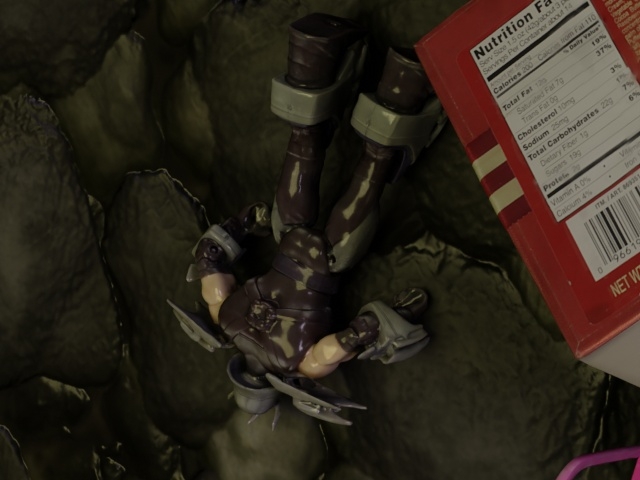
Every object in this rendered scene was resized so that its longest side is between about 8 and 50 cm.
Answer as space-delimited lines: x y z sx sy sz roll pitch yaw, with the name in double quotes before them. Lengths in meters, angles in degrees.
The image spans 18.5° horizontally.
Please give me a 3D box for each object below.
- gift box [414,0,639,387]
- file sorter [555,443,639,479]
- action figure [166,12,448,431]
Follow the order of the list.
"gift box" 0.236 -0.031 1.074 0.255 0.258 0.276 -33 59 24
"file sorter" 0.260 0.255 1.111 0.290 0.182 0.202 21 100 29
"action figure" 0.000 0.000 1.316 0.185 0.099 0.285 26 107 20
